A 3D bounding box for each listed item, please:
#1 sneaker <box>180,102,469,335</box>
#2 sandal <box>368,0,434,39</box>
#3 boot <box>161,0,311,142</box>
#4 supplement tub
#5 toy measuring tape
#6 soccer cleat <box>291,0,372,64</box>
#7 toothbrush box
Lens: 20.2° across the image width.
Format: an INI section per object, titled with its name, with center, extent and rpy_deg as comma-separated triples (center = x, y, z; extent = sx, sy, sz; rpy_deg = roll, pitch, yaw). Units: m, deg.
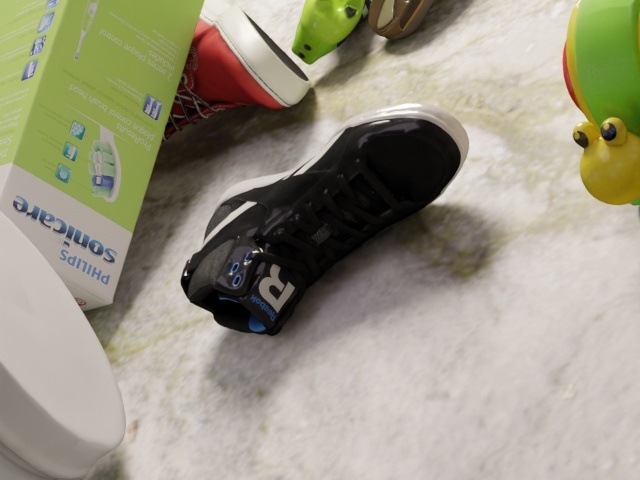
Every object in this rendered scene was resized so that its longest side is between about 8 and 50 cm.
[sneaker]
center = 0.000, 0.000, 1.148
extent = 0.217, 0.079, 0.121
rpy_deg = -26, 31, 41
[sandal]
center = 0.120, -0.240, 1.404
extent = 0.219, 0.060, 0.090
rpy_deg = -57, 23, -7
[boot]
center = -0.110, -0.108, 1.451
extent = 0.176, 0.088, 0.244
rpy_deg = -43, 22, -3
[supplement tub]
center = -0.311, 0.133, 1.132
extent = 0.325, 0.235, 0.235
rpy_deg = -34, 26, 9
[toy measuring tape]
center = 0.227, -0.151, 1.052
extent = 0.121, 0.121, 0.330
rpy_deg = -5, 41, 48
[soccer cleat]
center = 0.026, -0.210, 1.468
extent = 0.072, 0.060, 0.179
rpy_deg = -50, 3, 47
[toothbrush box]
center = -0.227, -0.082, 1.404
extent = 0.206, 0.122, 0.283
rpy_deg = -16, 50, 46
